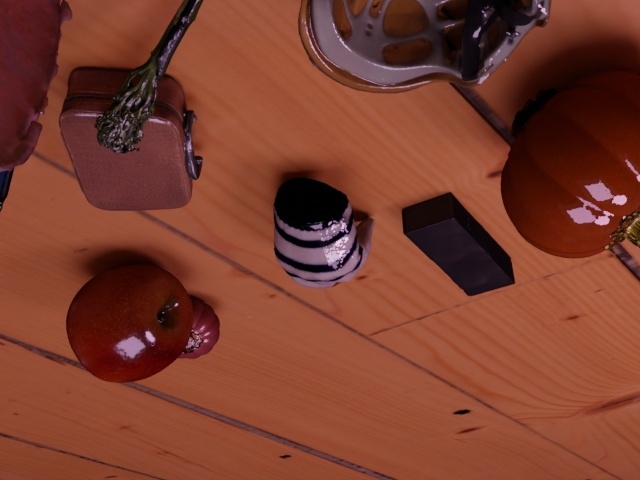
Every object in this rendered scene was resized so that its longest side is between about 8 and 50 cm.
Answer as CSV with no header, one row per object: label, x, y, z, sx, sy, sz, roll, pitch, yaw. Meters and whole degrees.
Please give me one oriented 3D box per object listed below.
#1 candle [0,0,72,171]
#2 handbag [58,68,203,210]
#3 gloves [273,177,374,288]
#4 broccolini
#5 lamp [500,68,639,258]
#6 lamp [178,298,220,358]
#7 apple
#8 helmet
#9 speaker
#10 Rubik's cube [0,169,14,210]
candle,-0.343,-0.197,0.660,0.131,0.287,0.316,-14,103,25
handbag,-0.217,-0.110,0.941,0.151,0.072,0.193,2,147,-4
gloves,0.003,0.011,1.092,0.140,0.131,0.218,-2,139,8
broccolini,-0.159,-0.183,0.785,0.051,0.054,0.239,-10,142,-53
lamp,0.299,-0.082,0.872,0.223,0.196,0.223,-35,155,-19
lamp,-0.221,0.147,1.340,0.108,0.092,0.107,-1,113,-1
apple,-0.288,0.127,1.222,0.169,0.181,0.181,-9,148,29
helmet,0.089,-0.231,0.691,0.198,0.130,0.224,25,150,-29
speaker,0.203,0.011,1.166,0.082,0.044,0.218,-20,143,29
Rubik's cube,-0.427,-0.094,0.863,0.167,0.183,0.180,19,142,-26
